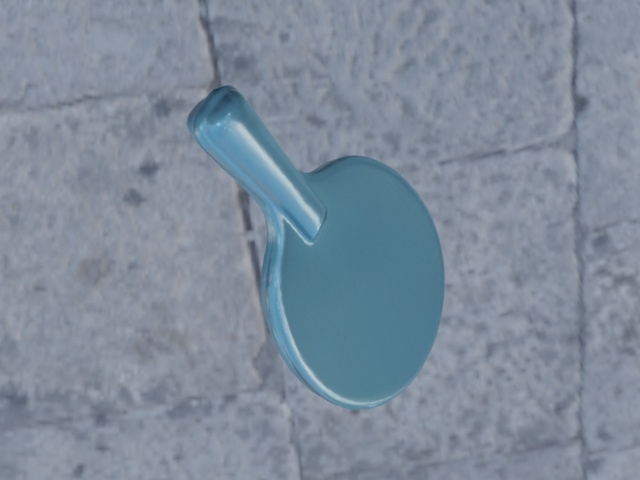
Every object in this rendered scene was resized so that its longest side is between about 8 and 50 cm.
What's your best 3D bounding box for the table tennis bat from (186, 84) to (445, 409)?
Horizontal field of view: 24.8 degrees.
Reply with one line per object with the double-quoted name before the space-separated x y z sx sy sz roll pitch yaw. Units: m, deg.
"table tennis bat" 0.000 0.000 0.865 0.038 0.149 0.237 2 144 45
